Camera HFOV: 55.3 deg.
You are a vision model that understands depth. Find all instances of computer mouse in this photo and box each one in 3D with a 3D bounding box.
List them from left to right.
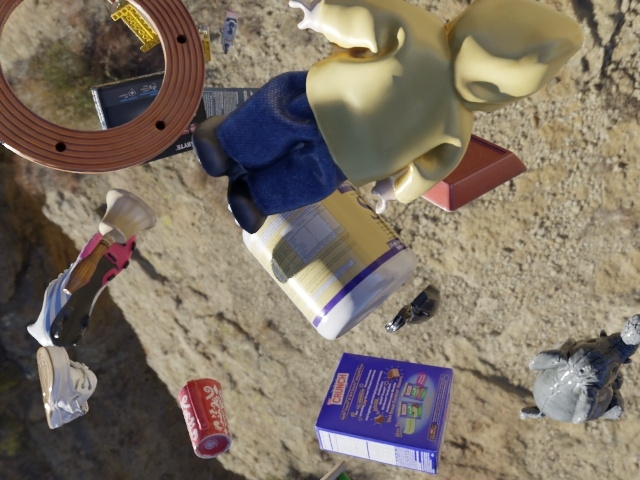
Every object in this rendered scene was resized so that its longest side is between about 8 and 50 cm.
[{"bbox_3d":[0.148,0.111,0.934,0.041,0.242,0.071,46,108,12],"label":"computer mouse"}]

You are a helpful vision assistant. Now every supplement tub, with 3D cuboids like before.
[{"bbox_3d":[0.000,0.000,1.201,0.331,0.241,0.241,49,141,12],"label":"supplement tub"}]

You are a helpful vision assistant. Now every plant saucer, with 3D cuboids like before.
[{"bbox_3d":[0.293,-0.185,1.398,0.258,0.259,0.048,37,144,41],"label":"plant saucer"}]

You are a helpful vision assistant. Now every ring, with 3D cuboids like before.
[{"bbox_3d":[-0.333,-0.258,0.869,0.336,0.336,0.032,48,159,-8],"label":"ring"}]

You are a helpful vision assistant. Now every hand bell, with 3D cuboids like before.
[{"bbox_3d":[-0.470,0.015,1.307,0.126,0.242,0.126,18,144,14],"label":"hand bell"}]

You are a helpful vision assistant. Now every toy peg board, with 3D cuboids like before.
[{"bbox_3d":[0.015,0.570,1.339,0.079,0.161,0.160,47,165,14],"label":"toy peg board"}]

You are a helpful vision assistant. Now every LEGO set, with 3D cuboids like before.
[{"bbox_3d":[-0.313,-0.449,1.227,0.287,0.107,0.132,13,133,-22],"label":"LEGO set"}]

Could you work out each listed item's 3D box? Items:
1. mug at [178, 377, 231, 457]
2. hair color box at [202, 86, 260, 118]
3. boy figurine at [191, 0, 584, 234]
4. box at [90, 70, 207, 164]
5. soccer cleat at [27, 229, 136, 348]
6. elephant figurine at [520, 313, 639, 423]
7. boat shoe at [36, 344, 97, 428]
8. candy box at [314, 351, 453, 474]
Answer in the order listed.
[{"bbox_3d":[-0.296,0.437,1.517,0.113,0.169,0.150,-41,132,11],"label":"mug"},{"bbox_3d":[-0.283,-0.353,1.628,0.174,0.347,0.105,10,107,41],"label":"hair color box"},{"bbox_3d":[0.042,-0.110,0.459,0.285,0.092,0.177,-24,113,18],"label":"boy figurine"},{"bbox_3d":[-0.355,-0.264,1.305,0.051,0.220,0.175,23,128,52],"label":"box"},{"bbox_3d":[-0.556,0.089,1.405,0.143,0.331,0.116,9,153,32],"label":"soccer cleat"},{"bbox_3d":[0.444,0.224,1.044,0.169,0.186,0.239,12,162,23],"label":"elephant figurine"},{"bbox_3d":[-0.475,0.267,1.155,0.098,0.096,0.277,65,149,25],"label":"boat shoe"},{"bbox_3d":[0.177,0.451,1.634,0.317,0.268,0.122,7,130,18],"label":"candy box"}]
